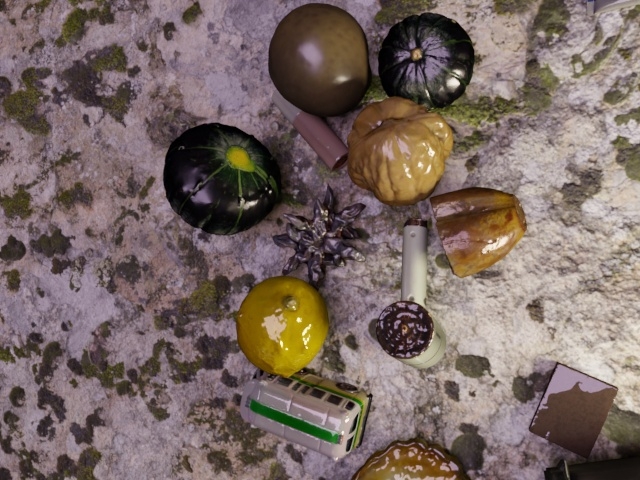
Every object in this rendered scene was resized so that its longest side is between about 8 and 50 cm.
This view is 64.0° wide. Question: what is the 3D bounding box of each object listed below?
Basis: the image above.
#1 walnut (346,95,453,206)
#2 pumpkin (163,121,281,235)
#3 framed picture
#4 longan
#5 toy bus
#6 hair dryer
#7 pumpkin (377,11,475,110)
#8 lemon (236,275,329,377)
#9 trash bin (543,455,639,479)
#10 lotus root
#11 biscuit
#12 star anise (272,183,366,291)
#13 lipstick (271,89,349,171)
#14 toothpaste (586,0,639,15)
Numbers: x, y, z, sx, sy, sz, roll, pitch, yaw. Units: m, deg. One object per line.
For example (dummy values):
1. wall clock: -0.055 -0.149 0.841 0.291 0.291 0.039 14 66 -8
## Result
1. walnut: 0.177 -0.192 1.145 0.257 0.257 0.225 -26 61 19
2. pumpkin: -0.265 -0.142 1.310 0.295 0.296 0.296 0 90 21
3. framed picture: 0.550 0.369 1.119 0.127 0.023 0.169 22 98 20
4. longan: 0.003 -0.423 1.211 0.258 0.258 0.258 0 90 21
5. toy bus: -0.047 0.415 1.264 0.305 0.179 0.143 15 96 20
6. hair dryer: 0.216 0.102 1.180 0.128 0.203 0.362 -2 71 21
7. pumpkin: 0.238 -0.401 1.164 0.220 0.162 0.221 0 91 26
8. lemon: -0.094 0.206 1.247 0.233 0.233 0.288 49 145 14
9. trash bin: 0.623 0.533 0.998 0.301 0.203 0.252 -17 103 21
10. lotus root: 0.345 -0.033 1.103 0.180 0.199 0.188 -21 90 25
11. biscuit: 0.227 0.651 1.220 0.329 0.078 0.335 -40 77 14
12. star anise: -0.004 -0.002 1.286 0.282 0.129 0.212 -36 95 21
13. lipstick: -0.024 -0.292 1.311 0.070 0.070 0.254 -43 76 16
14. toothpaste: 0.695 -0.536 1.050 0.266 0.061 0.096 0 92 28
